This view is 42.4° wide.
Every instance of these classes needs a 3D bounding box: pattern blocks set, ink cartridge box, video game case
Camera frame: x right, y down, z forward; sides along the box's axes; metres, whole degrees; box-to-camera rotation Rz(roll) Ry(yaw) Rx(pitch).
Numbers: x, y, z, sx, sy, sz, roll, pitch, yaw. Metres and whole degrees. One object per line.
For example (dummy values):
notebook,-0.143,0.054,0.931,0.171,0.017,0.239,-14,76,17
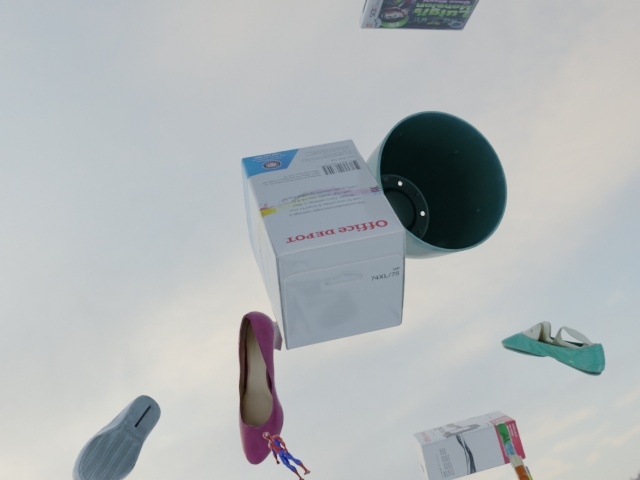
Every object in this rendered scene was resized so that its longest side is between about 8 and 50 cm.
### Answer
pattern blocks set,0.393,0.488,1.490,0.026,0.325,0.285,-22,-30,5
ink cartridge box,0.000,0.000,1.326,0.198,0.270,0.197,-11,-51,-10
ink cartridge box,0.356,0.502,2.012,0.237,0.100,0.172,-15,-4,-2
video game case,0.171,-0.404,1.394,0.190,0.022,0.173,0,-12,-6

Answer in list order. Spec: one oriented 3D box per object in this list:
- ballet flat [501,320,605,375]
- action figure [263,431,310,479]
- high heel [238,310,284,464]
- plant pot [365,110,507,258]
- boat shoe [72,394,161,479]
ballet flat,0.521,0.227,1.839,0.083,0.247,0.087,-5,-76,-47
action figure,-0.068,0.399,1.536,0.030,0.115,0.038,-2,-51,-53
high heel,-0.176,0.369,2.070,0.127,0.377,0.181,-4,-15,22
plant pot,0.204,-0.093,1.735,0.293,0.293,0.235,-10,-10,-24
boat shoe,-0.333,0.340,1.331,0.076,0.083,0.226,-43,1,28
